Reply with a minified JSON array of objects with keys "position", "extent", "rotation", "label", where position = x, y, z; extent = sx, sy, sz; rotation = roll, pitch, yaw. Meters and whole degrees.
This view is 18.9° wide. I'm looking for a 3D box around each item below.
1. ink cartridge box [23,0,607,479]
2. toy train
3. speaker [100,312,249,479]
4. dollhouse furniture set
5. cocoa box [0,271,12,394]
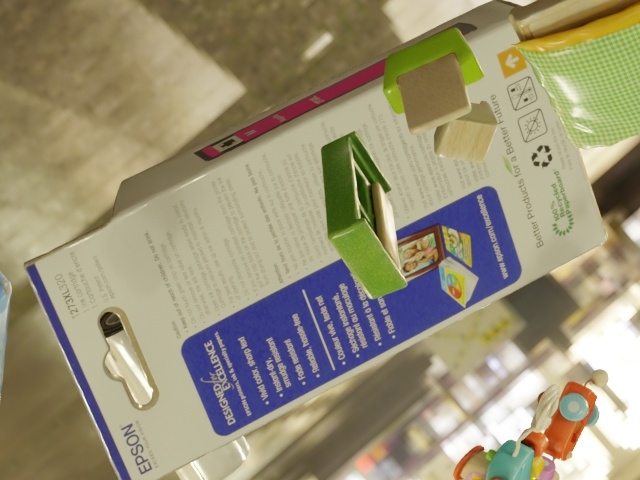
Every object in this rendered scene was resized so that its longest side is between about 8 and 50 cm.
[{"position":[0.000,0.000,1.241],"extent":[0.371,0.176,0.069],"rotation":[-28,-155,-16],"label":"ink cartridge box"},{"position":[0.135,0.132,1.261],"extent":[0.125,0.046,0.166],"rotation":[-66,159,2],"label":"toy train"},{"position":[-0.103,0.105,1.324],"extent":[0.055,0.136,0.055],"rotation":[-26,-159,11],"label":"speaker"},{"position":[0.073,-0.039,0.710],"extent":[0.151,0.076,0.059],"rotation":[-23,-141,13],"label":"dollhouse furniture set"},{"position":[-0.265,0.058,0.669],"extent":[0.231,0.228,0.347],"rotation":[-41,173,-20],"label":"cocoa box"}]
